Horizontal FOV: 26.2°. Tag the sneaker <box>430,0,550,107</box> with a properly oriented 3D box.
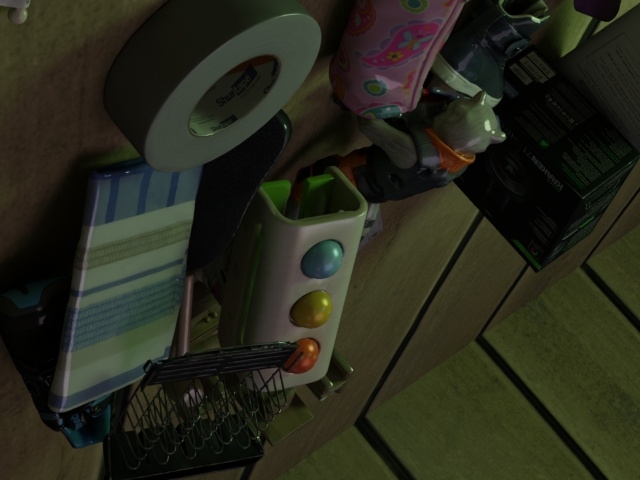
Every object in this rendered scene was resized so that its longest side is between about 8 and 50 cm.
[{"bbox_3d":[0.246,-0.265,1.852,0.163,0.086,0.226,-44,164,16],"label":"sneaker"}]

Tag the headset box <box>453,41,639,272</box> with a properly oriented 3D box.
[{"bbox_3d":[0.331,-0.119,2.134,0.131,0.246,0.283,-35,164,-20],"label":"headset box"}]

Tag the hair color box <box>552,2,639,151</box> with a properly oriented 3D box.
[{"bbox_3d":[0.465,-0.234,2.055,0.113,0.185,0.374,-35,-179,-23],"label":"hair color box"}]

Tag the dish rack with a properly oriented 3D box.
[{"bbox_3d":[-0.137,0.202,1.621,0.208,0.074,0.271,-7,153,-28],"label":"dish rack"}]

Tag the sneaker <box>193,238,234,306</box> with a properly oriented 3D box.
[{"bbox_3d":[-0.106,0.030,1.800,0.103,0.111,0.252,-37,163,-10],"label":"sneaker"}]

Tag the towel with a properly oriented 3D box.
[{"bbox_3d":[-0.214,0.040,1.515,0.209,0.034,0.285,-22,130,-58],"label":"towel"}]

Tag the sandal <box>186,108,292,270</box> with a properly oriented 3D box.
[{"bbox_3d":[-0.116,-0.059,1.602,0.254,0.097,0.054,-47,-171,24],"label":"sandal"}]

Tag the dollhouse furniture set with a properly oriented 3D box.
[{"bbox_3d":[-0.116,0.187,1.955,0.212,0.242,0.161,-32,162,-25],"label":"dollhouse furniture set"}]

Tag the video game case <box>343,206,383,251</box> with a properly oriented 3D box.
[{"bbox_3d":[0.000,0.000,2.074,0.210,0.042,0.232,-39,163,-6],"label":"video game case"}]

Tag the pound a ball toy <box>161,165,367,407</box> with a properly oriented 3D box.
[{"bbox_3d":[-0.070,0.081,1.694,0.208,0.136,0.319,-10,132,-28],"label":"pound a ball toy"}]

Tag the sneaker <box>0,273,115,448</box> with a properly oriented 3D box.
[{"bbox_3d":[-0.289,0.141,1.596,0.125,0.139,0.341,-15,159,-3],"label":"sneaker"}]

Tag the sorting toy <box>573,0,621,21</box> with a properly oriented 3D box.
[{"bbox_3d":[0.474,-0.459,1.884,0.365,0.127,0.126,-53,-171,45],"label":"sorting toy"}]

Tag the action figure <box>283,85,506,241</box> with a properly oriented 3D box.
[{"bbox_3d":[0.118,-0.094,1.816,0.341,0.178,0.330,2,156,-45],"label":"action figure"}]

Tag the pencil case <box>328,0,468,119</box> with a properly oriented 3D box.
[{"bbox_3d":[0.099,-0.254,1.504,0.124,0.124,0.284,-29,161,-33],"label":"pencil case"}]

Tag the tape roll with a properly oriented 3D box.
[{"bbox_3d":[-0.106,-0.167,1.364,0.219,0.072,0.219,-37,164,-13],"label":"tape roll"}]

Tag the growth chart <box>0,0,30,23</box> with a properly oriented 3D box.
[{"bbox_3d":[-0.299,-0.178,1.010,0.237,0.021,0.172,-27,160,-35],"label":"growth chart"}]
